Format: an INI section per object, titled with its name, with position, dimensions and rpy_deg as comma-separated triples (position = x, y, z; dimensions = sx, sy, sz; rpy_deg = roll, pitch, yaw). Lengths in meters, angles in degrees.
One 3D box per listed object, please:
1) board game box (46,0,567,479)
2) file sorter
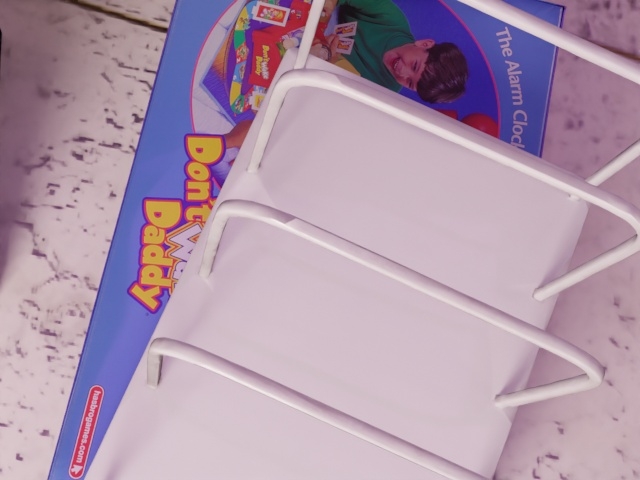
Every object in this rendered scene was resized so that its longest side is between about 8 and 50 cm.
[board game box]
position = 0.000, 0.000, 0.637
dimensions = 0.233, 0.078, 0.347
rpy_deg = 14, 74, -5
[file sorter]
position = 0.027, 0.035, 0.502
dimensions = 0.193, 0.173, 0.278
rpy_deg = 24, 73, -2
